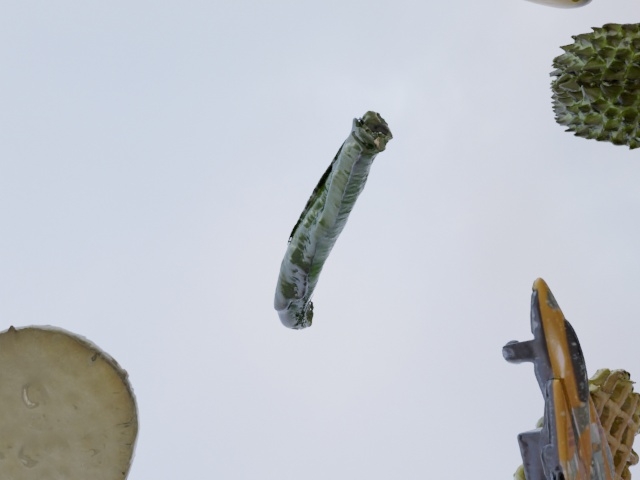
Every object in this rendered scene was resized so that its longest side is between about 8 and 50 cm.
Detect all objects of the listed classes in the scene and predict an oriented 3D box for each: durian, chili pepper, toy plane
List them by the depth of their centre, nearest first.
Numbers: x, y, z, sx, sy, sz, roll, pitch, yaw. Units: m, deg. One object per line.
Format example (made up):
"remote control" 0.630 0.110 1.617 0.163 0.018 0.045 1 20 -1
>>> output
"toy plane" 0.236 0.196 0.556 0.204 0.103 0.316 9 -120 -44
"chili pepper" 0.000 0.001 0.704 0.076 0.359 0.085 20 -137 -3
"durian" 0.444 -0.198 0.733 0.169 0.355 0.157 -8 -66 -36

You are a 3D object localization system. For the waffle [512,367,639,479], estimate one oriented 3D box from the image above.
"waffle" 0.354 0.289 0.758 0.243 0.059 0.238 -18 -71 -25

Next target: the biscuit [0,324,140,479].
"biscuit" -0.196 0.130 0.379 0.152 0.020 0.152 0 -89 -5

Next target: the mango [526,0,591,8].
"mango" 0.331 -0.420 0.858 0.195 0.137 0.098 32 -90 4
